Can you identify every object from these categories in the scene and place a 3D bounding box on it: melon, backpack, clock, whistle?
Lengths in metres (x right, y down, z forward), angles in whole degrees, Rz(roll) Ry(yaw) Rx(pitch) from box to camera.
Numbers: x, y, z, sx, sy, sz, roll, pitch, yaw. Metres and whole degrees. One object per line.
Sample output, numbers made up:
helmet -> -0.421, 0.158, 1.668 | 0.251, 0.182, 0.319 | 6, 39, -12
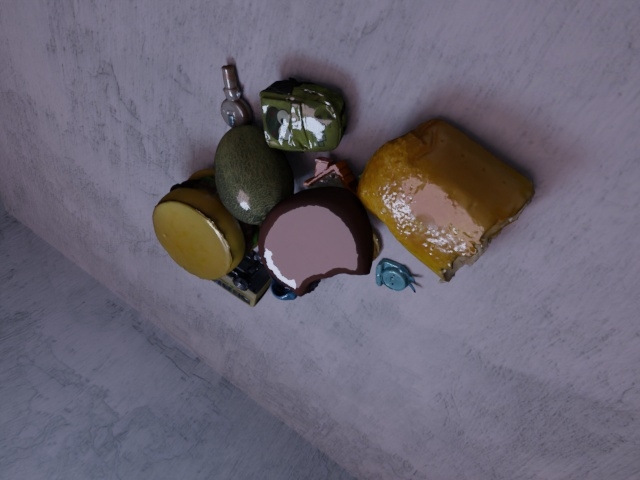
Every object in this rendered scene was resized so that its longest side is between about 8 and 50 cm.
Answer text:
melon -> -0.211, -0.207, 1.470 | 0.248, 0.248, 0.330 | -41, 60, 50
backpack -> -0.045, -0.347, 1.324 | 0.253, 0.140, 0.207 | 12, 133, 21
clock -> 0.259, 0.127, 1.585 | 0.147, 0.045, 0.108 | 18, 137, 25
clock -> 0.044, -0.118, 1.439 | 0.219, 0.106, 0.256 | 18, 113, 16
whistle -> -0.276, -0.441, 1.479 | 0.107, 0.057, 0.220 | 19, 134, 25

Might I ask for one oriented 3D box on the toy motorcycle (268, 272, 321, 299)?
toy motorcycle -> -0.093, 0.057, 1.653 | 0.172, 0.232, 0.417 | 25, 139, 35

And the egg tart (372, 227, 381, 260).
egg tart -> 0.113, 0.014, 1.578 | 0.191, 0.074, 0.191 | 21, 139, 20

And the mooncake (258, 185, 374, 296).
mooncake -> 0.000, 0.000, 1.336 | 0.333, 0.174, 0.326 | 36, 114, 2

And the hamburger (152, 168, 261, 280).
hamburger -> -0.406, -0.067, 1.750 | 0.395, 0.277, 0.396 | 19, 134, 21

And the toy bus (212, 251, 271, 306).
toy bus -> -0.381, 0.113, 1.980 | 0.365, 0.177, 0.202 | 33, 146, 8

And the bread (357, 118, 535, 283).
bread -> 0.284, -0.091, 1.203 | 0.394, 0.250, 0.361 | 37, 140, 6
